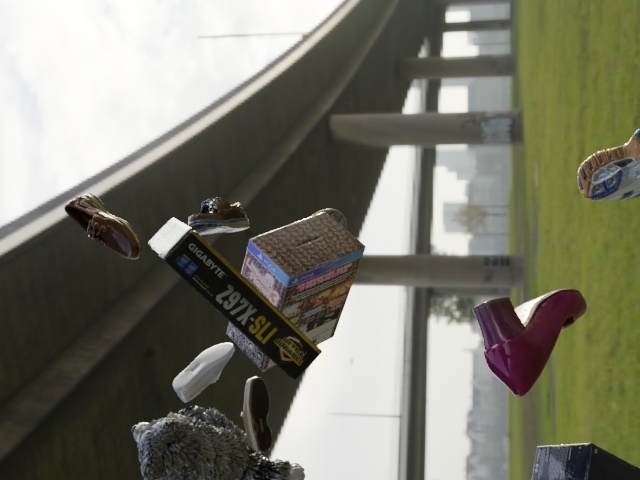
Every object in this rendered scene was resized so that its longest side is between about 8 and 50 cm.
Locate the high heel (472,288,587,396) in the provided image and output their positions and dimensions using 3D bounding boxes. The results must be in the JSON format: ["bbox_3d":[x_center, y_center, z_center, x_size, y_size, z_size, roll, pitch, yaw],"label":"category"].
[{"bbox_3d":[0.433,0.199,1.718,0.377,0.127,0.181,-3,-113,-43],"label":"high heel"}]

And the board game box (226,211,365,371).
[{"bbox_3d":[-0.060,0.114,1.987,0.232,0.141,0.291,-21,-39,-41],"label":"board game box"}]

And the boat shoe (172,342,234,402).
[{"bbox_3d":[-0.270,0.316,2.098,0.184,0.066,0.063,-44,-51,-40],"label":"boat shoe"}]

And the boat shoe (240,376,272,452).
[{"bbox_3d":[-0.170,0.428,2.177,0.068,0.072,0.189,-7,-84,-46],"label":"boat shoe"}]

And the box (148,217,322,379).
[{"bbox_3d":[-0.163,0.100,1.603,0.322,0.079,0.257,45,174,-15],"label":"box"}]

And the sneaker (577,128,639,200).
[{"bbox_3d":[0.626,-0.152,1.631,0.131,0.296,0.111,6,-108,-36],"label":"sneaker"}]

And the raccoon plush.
[{"bbox_3d":[-0.257,0.538,2.247,0.299,0.447,0.216,91,-177,-81],"label":"raccoon plush"}]

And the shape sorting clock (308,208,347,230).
[{"bbox_3d":[0.000,0.000,2.612,0.040,0.206,0.206,42,156,38],"label":"shape sorting clock"}]

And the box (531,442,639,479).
[{"bbox_3d":[0.559,0.500,1.860,0.158,0.156,0.093,-25,41,54],"label":"box"}]

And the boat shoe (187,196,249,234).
[{"bbox_3d":[-0.211,-0.050,1.763,0.183,0.066,0.066,-2,-105,-66],"label":"boat shoe"}]

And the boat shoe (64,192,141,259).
[{"bbox_3d":[-0.404,-0.020,1.630,0.060,0.178,0.064,-22,-35,-52],"label":"boat shoe"}]
